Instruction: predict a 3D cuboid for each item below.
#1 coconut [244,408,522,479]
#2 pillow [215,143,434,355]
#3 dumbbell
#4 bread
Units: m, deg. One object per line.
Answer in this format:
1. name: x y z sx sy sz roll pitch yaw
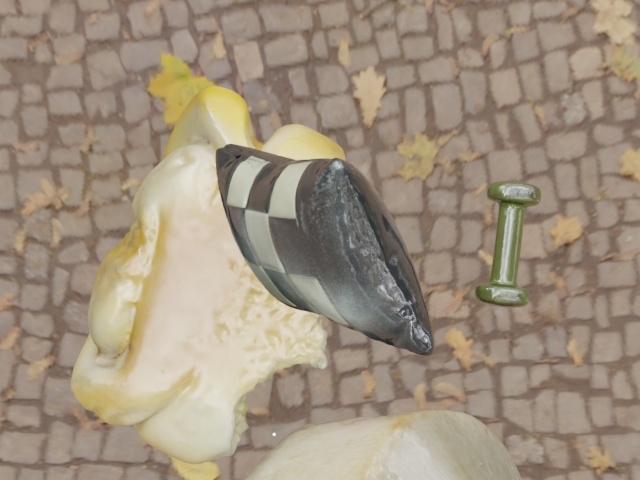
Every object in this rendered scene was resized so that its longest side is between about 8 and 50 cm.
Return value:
1. coconut: 0.077 0.379 1.166 0.415 0.415 0.345 -40 113 -9
2. pillow: 0.000 0.000 0.916 0.106 0.250 0.186 -34 112 -20
3. dumbbell: 0.175 0.003 0.966 0.052 0.046 0.118 7 88 -8
4. bread: -0.124 0.049 1.227 0.245 0.329 0.424 25 93 -32
